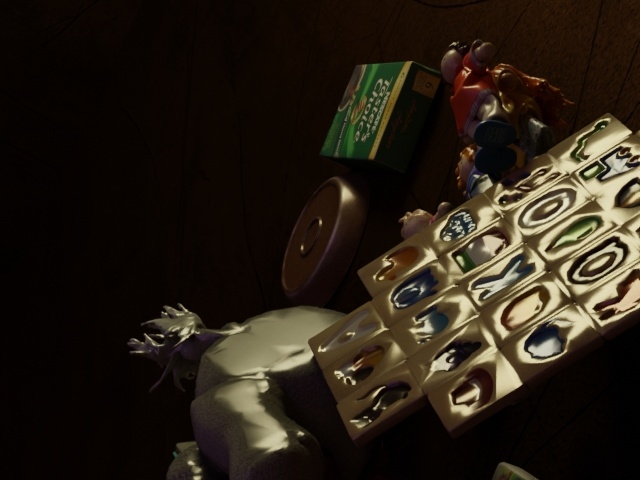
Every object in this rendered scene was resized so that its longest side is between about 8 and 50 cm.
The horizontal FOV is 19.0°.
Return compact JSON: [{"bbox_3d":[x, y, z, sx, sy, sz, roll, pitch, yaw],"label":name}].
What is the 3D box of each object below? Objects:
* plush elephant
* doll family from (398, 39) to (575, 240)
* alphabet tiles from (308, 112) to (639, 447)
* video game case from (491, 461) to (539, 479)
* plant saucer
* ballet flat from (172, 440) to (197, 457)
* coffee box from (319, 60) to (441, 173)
[{"bbox_3d":[-0.008,0.197,1.473,0.330,0.272,0.255,12,123,48],"label":"plush elephant"},{"bbox_3d":[0.146,-0.051,1.594,0.163,0.118,0.263,-104,22,-52],"label":"doll family"},{"bbox_3d":[0.151,0.014,1.325,0.342,0.011,0.285,-32,23,1],"label":"alphabet tiles"},{"bbox_3d":[0.129,0.278,1.345,0.212,0.023,0.193,-68,18,1],"label":"video game case"},{"bbox_3d":[0.000,0.000,2.036,0.168,0.029,0.168,-56,21,34],"label":"plant saucer"},{"bbox_3d":[-0.098,0.246,1.989,0.068,0.072,0.213,-40,19,-4],"label":"ballet flat"},{"bbox_3d":[0.061,-0.130,1.994,0.113,0.040,0.184,-68,18,-2],"label":"coffee box"}]
